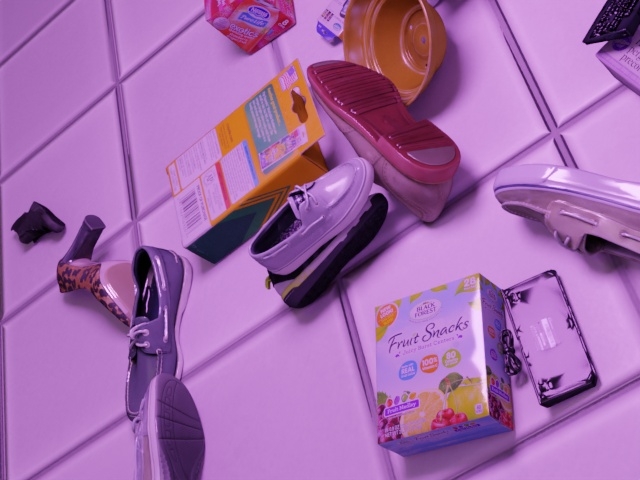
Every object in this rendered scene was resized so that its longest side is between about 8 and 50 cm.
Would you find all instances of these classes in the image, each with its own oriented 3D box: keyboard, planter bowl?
[{"bbox_3d":[0.422,-0.334,1.494,0.100,0.038,0.192,-6,35,38],"label":"keyboard"},{"bbox_3d":[0.281,0.129,1.417,0.108,0.023,0.180,-25,50,16],"label":"keyboard"},{"bbox_3d":[0.135,-0.314,1.737,0.217,0.090,0.217,20,115,51],"label":"planter bowl"}]

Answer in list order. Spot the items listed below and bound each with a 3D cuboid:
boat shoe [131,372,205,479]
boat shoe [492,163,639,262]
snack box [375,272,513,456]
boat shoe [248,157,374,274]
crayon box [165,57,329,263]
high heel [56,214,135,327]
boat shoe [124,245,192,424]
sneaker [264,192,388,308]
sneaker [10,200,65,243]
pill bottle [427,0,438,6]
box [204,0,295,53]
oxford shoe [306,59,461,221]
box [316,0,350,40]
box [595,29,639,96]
[{"bbox_3d":[-0.248,0.361,1.699,0.103,0.118,0.320,-22,59,26],"label":"boat shoe"},{"bbox_3d":[0.342,-0.030,1.399,0.302,0.109,0.094,13,78,43],"label":"boat shoe"},{"bbox_3d":[0.161,0.167,1.472,0.174,0.070,0.207,-22,51,32],"label":"snack box"},{"bbox_3d":[-0.017,-0.040,1.621,0.227,0.081,0.079,-46,48,17],"label":"boat shoe"},{"bbox_3d":[-0.112,-0.134,1.887,0.323,0.083,0.203,-37,46,21],"label":"crayon box"},{"bbox_3d":[-0.410,0.105,2.044,0.186,0.093,0.261,-57,51,34],"label":"high heel"},{"bbox_3d":[-0.298,0.157,1.872,0.116,0.099,0.320,-12,59,35],"label":"boat shoe"},{"bbox_3d":[0.000,0.000,1.684,0.235,0.084,0.097,-47,69,11],"label":"sneaker"},{"bbox_3d":[-0.589,-0.024,2.283,0.089,0.051,0.170,-57,38,0],"label":"sneaker"},{"bbox_3d":[0.138,-0.471,1.844,0.103,0.103,0.184,-36,47,22],"label":"pill bottle"},{"bbox_3d":[-0.141,-0.502,2.098,0.122,0.128,0.257,-29,49,27],"label":"box"},{"bbox_3d":[0.077,-0.157,1.682,0.348,0.123,0.130,52,148,41],"label":"oxford shoe"},{"bbox_3d":[0.051,-0.410,1.944,0.136,0.028,0.081,-51,43,10],"label":"box"},{"bbox_3d":[0.475,-0.170,1.388,0.063,0.067,0.324,-47,43,10],"label":"box"}]
